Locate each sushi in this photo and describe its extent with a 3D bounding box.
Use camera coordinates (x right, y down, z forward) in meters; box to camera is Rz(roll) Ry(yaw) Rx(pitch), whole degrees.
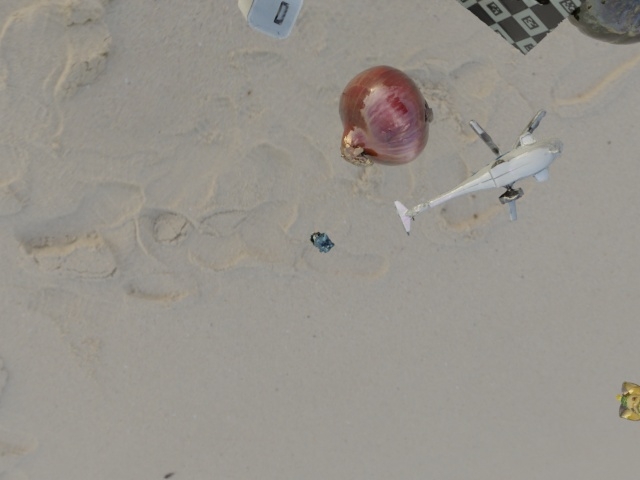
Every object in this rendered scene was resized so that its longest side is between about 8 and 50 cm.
[{"bbox_3d":[0.371,-0.549,1.070,0.320,0.339,0.068,39,89,1],"label":"sushi"}]

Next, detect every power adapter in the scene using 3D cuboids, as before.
[{"bbox_3d":[-0.142,-0.639,1.423,0.125,0.204,0.130,11,125,-29],"label":"power adapter"}]

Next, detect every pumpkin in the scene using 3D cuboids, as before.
[{"bbox_3d":[0.615,-0.545,1.047,0.321,0.192,0.320,2,115,3],"label":"pumpkin"}]

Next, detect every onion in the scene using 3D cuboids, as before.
[{"bbox_3d":[0.214,-0.407,1.791,0.354,0.353,0.353,-3,120,-5],"label":"onion"}]

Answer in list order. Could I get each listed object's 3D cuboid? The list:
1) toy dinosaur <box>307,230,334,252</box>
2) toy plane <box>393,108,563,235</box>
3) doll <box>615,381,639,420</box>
[{"bbox_3d":[0.000,0.000,1.146,0.030,0.083,0.047,-47,106,-14],"label":"toy dinosaur"},{"bbox_3d":[0.255,-0.105,0.880,0.274,0.107,0.181,-9,102,5],"label":"toy plane"},{"bbox_3d":[0.673,0.340,1.110,0.077,0.113,0.078,6,90,-8],"label":"doll"}]
